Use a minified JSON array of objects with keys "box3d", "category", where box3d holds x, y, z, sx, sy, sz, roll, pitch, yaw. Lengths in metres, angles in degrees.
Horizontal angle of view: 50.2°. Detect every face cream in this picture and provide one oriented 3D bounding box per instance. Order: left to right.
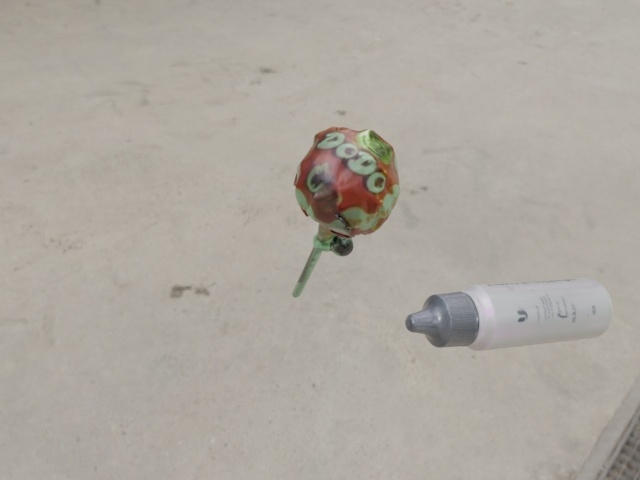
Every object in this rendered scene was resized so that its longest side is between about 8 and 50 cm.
[{"box3d":[0.253,0.103,0.936,0.312,0.092,0.092,-3,34,-24],"category":"face cream"}]

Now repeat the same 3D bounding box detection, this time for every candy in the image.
[{"box3d":[0.000,0.001,0.604,0.078,0.287,0.084,28,62,2],"category":"candy"}]
